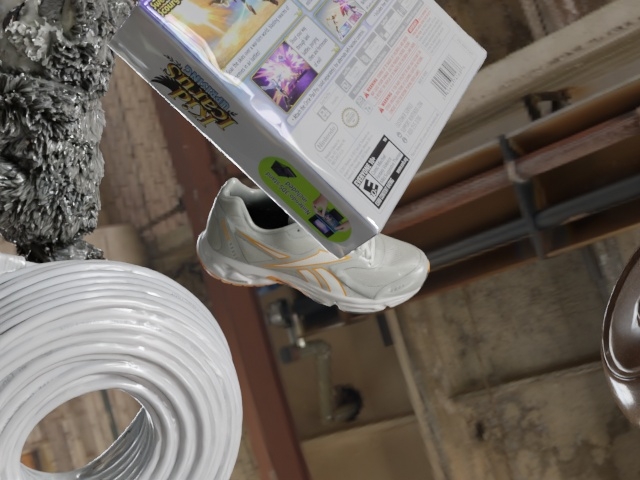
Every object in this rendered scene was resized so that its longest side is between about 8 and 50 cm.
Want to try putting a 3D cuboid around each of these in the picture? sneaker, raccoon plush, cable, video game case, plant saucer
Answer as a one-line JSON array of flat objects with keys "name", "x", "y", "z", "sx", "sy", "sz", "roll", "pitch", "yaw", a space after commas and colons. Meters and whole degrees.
[{"name": "sneaker", "x": 0.000, "y": 0.000, "z": 1.141, "sx": 0.099, "sy": 0.262, "sz": 0.121, "roll": -91, "pitch": -167, "yaw": -45}, {"name": "raccoon plush", "x": -0.281, "y": -0.116, "z": 1.315, "sx": 0.299, "sy": 0.216, "sz": 0.446, "roll": -38, "pitch": -74, "yaw": 7}, {"name": "cable", "x": -0.178, "y": 0.138, "z": 0.775, "sx": 0.089, "sy": 0.257, "sz": 0.257, "roll": 38, "pitch": -58, "yaw": 55}, {"name": "video game case", "x": -0.004, "y": -0.157, "z": 0.858, "sx": 0.244, "sy": 0.269, "sz": 0.061, "roll": 44, "pitch": -43, "yaw": -11}, {"name": "plant saucer", "x": 0.280, "y": 0.054, "z": 0.834, "sx": 0.036, "sy": 0.198, "sz": 0.199, "roll": 23, "pitch": -61, "yaw": -9}]
